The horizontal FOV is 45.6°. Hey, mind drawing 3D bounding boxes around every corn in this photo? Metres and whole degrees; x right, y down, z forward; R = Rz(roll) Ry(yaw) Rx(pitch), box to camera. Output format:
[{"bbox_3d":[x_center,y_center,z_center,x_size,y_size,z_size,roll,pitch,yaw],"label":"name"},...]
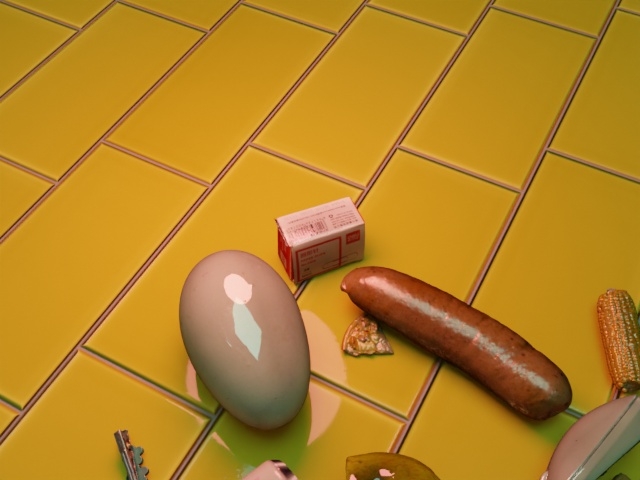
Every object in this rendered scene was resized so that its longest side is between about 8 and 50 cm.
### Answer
[{"bbox_3d":[0.607,0.195,1.531,0.080,0.080,0.238,2,51,2],"label":"corn"}]

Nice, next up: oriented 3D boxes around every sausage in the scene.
[{"bbox_3d":[0.265,0.185,1.508,0.501,0.123,0.136,32,46,21],"label":"sausage"}]

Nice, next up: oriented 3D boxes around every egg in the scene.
[{"bbox_3d":[-0.141,0.183,1.447,0.230,0.230,0.370,-17,59,-13],"label":"egg"}]

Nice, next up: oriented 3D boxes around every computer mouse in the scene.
[{"bbox_3d":[0.469,0.371,1.341,0.289,0.159,0.097,-30,63,-22],"label":"computer mouse"}]

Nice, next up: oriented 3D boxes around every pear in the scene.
[{"bbox_3d":[0.135,0.450,1.209,0.177,0.281,0.286,-9,53,3],"label":"pear"}]

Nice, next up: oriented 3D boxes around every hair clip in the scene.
[{"bbox_3d":[-0.334,0.421,1.380,0.049,0.049,0.172,-17,59,-13],"label":"hair clip"}]

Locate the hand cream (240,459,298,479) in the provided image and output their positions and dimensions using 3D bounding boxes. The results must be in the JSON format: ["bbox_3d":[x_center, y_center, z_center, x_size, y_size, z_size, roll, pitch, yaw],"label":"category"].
[{"bbox_3d":[-0.179,0.518,1.268,0.359,0.118,0.185,-37,59,-16],"label":"hand cream"}]

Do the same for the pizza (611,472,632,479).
[{"bbox_3d":[0.536,0.521,1.290,0.127,0.058,0.246,-13,52,-8],"label":"pizza"}]

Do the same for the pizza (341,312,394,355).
[{"bbox_3d":[0.107,0.197,1.563,0.109,0.026,0.123,27,56,17],"label":"pizza"}]

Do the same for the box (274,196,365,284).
[{"bbox_3d":[0.000,0.000,1.650,0.182,0.133,0.099,-17,53,-15],"label":"box"}]
